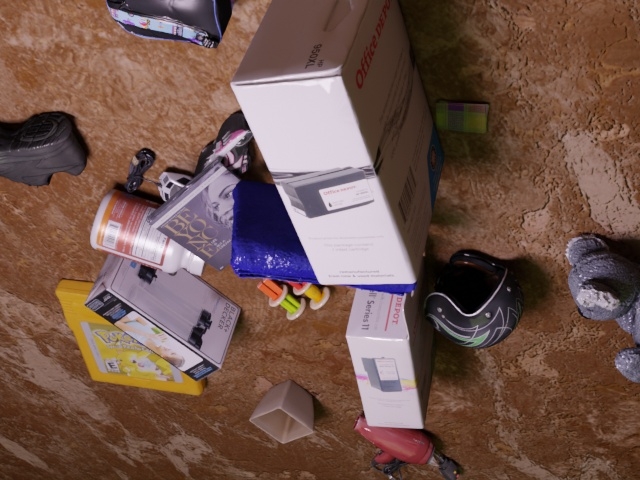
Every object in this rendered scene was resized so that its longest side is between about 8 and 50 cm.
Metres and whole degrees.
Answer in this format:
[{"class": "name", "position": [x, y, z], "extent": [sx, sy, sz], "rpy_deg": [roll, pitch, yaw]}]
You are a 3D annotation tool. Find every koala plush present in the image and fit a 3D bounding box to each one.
[{"class": "koala plush", "position": [0.512, 0.087, 1.670], "extent": [0.221, 0.196, 0.203], "rpy_deg": [28, 126, -12]}]

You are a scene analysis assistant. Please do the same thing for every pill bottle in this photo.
[{"class": "pill bottle", "position": [-0.314, -0.009, 1.878], "extent": [0.216, 0.121, 0.121], "rpy_deg": [19, 139, -2]}]

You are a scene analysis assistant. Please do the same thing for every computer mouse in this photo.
[{"class": "computer mouse", "position": [-0.263, -0.097, 1.827], "extent": [0.193, 0.042, 0.106], "rpy_deg": [25, 134, -1]}]

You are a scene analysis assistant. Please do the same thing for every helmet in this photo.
[{"class": "helmet", "position": [0.282, 0.114, 1.784], "extent": [0.162, 0.169, 0.169], "rpy_deg": [22, 142, 19]}]

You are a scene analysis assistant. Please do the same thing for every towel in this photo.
[{"class": "towel", "position": [0.225, -0.196, 1.573], "extent": [0.083, 0.009, 0.060], "rpy_deg": [6, 139, 14]}, {"class": "towel", "position": [0.000, 0.000, 1.659], "extent": [0.308, 0.227, 0.076], "rpy_deg": [9, 125, -10]}]

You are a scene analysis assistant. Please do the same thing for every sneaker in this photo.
[{"class": "sneaker", "position": [-0.561, -0.148, 1.826], "extent": [0.286, 0.109, 0.130], "rpy_deg": [-1, 142, 23]}, {"class": "sneaker", "position": [-0.147, -0.155, 1.714], "extent": [0.077, 0.072, 0.178], "rpy_deg": [22, 149, -23]}]

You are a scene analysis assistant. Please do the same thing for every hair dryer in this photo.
[{"class": "hair dryer", "position": [0.170, 0.499, 2.309], "extent": [0.224, 0.080, 0.293], "rpy_deg": [-14, 130, 31]}]

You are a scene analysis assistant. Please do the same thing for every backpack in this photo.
[{"class": "backpack", "position": [-0.223, -0.371, 1.449], "extent": [0.173, 0.116, 0.158], "rpy_deg": [7, 138, 11]}]

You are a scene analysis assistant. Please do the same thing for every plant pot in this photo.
[{"class": "plant pot", "position": [-0.077, 0.380, 2.248], "extent": [0.109, 0.096, 0.109], "rpy_deg": [40, 135, -24]}]

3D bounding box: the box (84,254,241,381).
[{"class": "box", "position": [-0.311, 0.133, 2.003], "extent": [0.290, 0.169, 0.087], "rpy_deg": [40, 132, -22]}]

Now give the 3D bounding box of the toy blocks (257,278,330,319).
[{"class": "toy blocks", "position": [-0.073, 0.084, 1.951], "extent": [0.123, 0.054, 0.148], "rpy_deg": [-26, 123, 38]}]

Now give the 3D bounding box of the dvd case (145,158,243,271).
[{"class": "dvd case", "position": [-0.181, -0.039, 1.765], "extent": [0.164, 0.018, 0.221], "rpy_deg": [-39, 142, 9]}]

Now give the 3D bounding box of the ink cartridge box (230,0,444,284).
[{"class": "ink cartridge box", "position": [0.044, -0.168, 1.455], "extent": [0.166, 0.285, 0.395], "rpy_deg": [-2, 135, 22]}]

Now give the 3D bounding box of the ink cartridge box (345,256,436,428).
[{"class": "ink cartridge box", "position": [0.134, 0.169, 1.857], "extent": [0.119, 0.207, 0.353], "rpy_deg": [2, 136, 15]}]

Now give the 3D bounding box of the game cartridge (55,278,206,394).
[{"class": "game cartridge", "position": [-0.419, 0.221, 2.223], "extent": [0.285, 0.052, 0.323], "rpy_deg": [6, 139, 12]}]
